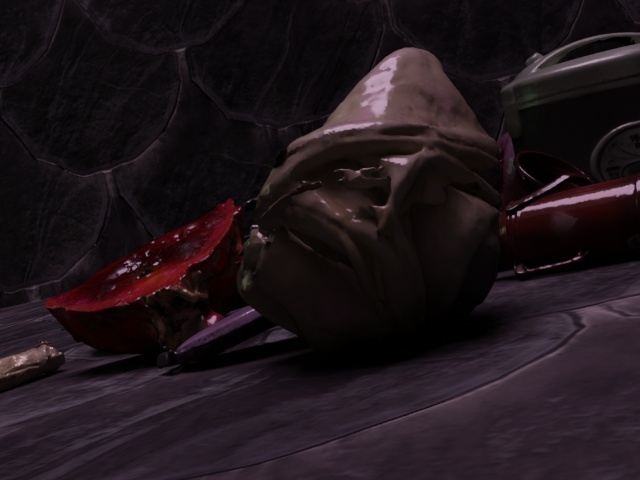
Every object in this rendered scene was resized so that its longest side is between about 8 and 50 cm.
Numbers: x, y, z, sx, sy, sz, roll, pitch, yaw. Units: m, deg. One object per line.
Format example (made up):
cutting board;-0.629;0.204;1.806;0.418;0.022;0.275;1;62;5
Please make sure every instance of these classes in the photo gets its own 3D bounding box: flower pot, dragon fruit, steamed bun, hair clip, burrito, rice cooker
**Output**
flower pot;0.279;-0.047;1.384;0.111;0.089;0.111;15;29;-8
dragon fruit;-0.173;0.081;1.287;0.262;0.134;0.211;-28;17;-8
steamed bun;0.073;-0.015;1.011;0.280;0.207;0.268;-44;-12;-41
hair clip;-0.004;0.063;1.177;0.358;0.096;0.110;-17;26;-19
burrito;-0.383;0.162;1.325;0.045;0.041;0.185;36;27;25
rice cooker;0.404;-0.144;1.508;0.288;0.277;0.288;-11;3;1

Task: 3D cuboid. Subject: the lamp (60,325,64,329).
lamp;-0.411;0.130;2.044;0.198;0.056;0.050;-15;4;32

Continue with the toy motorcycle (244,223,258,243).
toy motorcycle;0.000;0.000;1.878;0.327;0.143;0.188;0;11;45

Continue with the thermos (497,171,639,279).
thermos;0.284;-0.010;1.276;0.232;0.099;0.124;-13;41;28

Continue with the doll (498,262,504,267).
doll;0.129;0.017;1.457;0.291;0.086;0.117;-9;7;13

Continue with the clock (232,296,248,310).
clock;-0.201;0.080;1.524;0.280;0.055;0.280;-13;-8;-2

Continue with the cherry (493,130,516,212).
cherry;0.366;-0.102;1.768;0.266;0.183;0.213;-8;-1;-13
